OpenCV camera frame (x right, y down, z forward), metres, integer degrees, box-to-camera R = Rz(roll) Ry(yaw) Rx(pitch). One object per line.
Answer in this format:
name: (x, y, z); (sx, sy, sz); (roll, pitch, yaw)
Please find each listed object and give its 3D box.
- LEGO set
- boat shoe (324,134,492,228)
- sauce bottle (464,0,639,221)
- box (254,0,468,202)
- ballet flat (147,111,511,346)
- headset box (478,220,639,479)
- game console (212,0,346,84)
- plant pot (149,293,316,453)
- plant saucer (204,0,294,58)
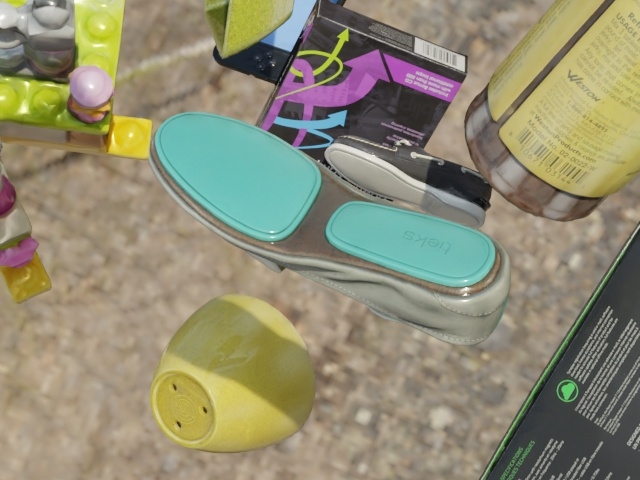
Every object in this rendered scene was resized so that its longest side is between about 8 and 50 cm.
LEGO set: (-0.101, -0.057, 0.445); (0.287, 0.132, 0.107); (-48, -1, -13)
boat shoe: (0.064, -0.049, 1.249); (0.046, 0.125, 0.038); (130, 160, -66)
sauce bottle: (0.213, -0.144, 0.997); (0.344, 0.111, 0.111); (-48, 36, 44)
box: (0.019, -0.086, 1.272); (0.029, 0.116, 0.162); (-84, 18, -49)
ballet flat: (0.000, 0.000, 0.941); (0.213, 0.068, 0.072); (24, 55, 19)
headset box: (0.247, 0.106, 1.211); (0.131, 0.283, 0.246); (33, 99, 18)
game console: (-0.018, -0.183, 1.322); (0.107, 0.071, 0.122); (21, 69, 22)
plant pot: (-0.086, 0.121, 1.456); (0.134, 0.095, 0.134); (12, 112, 31)
plant saucer: (-0.038, -0.224, 1.176); (0.188, 0.045, 0.188); (-115, 32, -73)
